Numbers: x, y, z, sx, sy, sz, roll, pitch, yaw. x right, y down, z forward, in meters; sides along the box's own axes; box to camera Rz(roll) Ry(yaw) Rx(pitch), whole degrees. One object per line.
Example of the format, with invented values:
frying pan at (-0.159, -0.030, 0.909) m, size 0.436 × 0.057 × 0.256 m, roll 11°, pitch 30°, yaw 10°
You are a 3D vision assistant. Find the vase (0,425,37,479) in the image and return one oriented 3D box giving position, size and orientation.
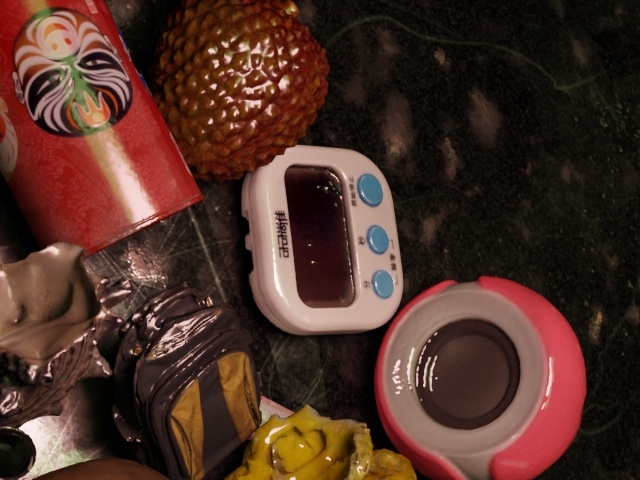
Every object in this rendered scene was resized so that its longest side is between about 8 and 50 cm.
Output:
vase at (-0.350, 0.247, 1.241) m, size 0.059 × 0.167 × 0.059 m, roll 11°, pitch 62°, yaw -22°

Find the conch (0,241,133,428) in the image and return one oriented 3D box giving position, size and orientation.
conch at (-0.359, 0.092, 1.248) m, size 0.312 × 0.186 × 0.241 m, roll -9°, pitch 90°, yaw 2°

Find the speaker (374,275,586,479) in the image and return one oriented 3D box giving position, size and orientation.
speaker at (0.225, 0.194, 1.591) m, size 0.294 × 0.294 × 0.294 m, roll 10°, pitch 72°, yaw -33°

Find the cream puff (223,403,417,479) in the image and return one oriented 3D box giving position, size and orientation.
cream puff at (0.008, 0.306, 1.397) m, size 0.281 × 0.282 × 0.185 m, roll 1°, pitch 115°, yaw -35°

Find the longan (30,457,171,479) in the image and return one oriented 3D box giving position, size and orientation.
longan at (-0.245, 0.375, 1.215) m, size 0.297 × 0.297 × 0.297 m, roll 10°, pitch 72°, yaw -33°

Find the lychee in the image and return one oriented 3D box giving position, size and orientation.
lychee at (-0.113, -0.204, 1.501) m, size 0.236 × 0.236 × 0.271 m, roll 41°, pitch 67°, yaw -20°

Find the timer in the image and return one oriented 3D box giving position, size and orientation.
timer at (0.001, 0.000, 1.608) m, size 0.237 × 0.087 × 0.262 m, roll 1°, pitch 76°, yaw -36°

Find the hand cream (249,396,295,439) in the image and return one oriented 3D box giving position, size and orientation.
hand cream at (-0.034, 0.259, 1.546) m, size 0.209 × 0.043 × 0.067 m, roll 28°, pitch 65°, yaw -21°

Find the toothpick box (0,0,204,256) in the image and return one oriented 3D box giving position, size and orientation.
toothpick box at (-0.299, -0.153, 1.367) m, size 0.204 × 0.204 × 0.333 m, roll -29°, pitch 95°, yaw -37°

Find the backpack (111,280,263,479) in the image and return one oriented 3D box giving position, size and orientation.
backpack at (-0.164, 0.159, 1.378) m, size 0.133 × 0.258 × 0.206 m, roll 29°, pitch 55°, yaw 25°
